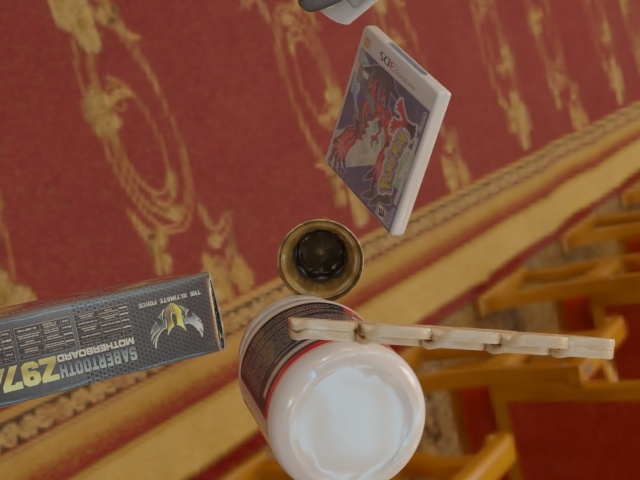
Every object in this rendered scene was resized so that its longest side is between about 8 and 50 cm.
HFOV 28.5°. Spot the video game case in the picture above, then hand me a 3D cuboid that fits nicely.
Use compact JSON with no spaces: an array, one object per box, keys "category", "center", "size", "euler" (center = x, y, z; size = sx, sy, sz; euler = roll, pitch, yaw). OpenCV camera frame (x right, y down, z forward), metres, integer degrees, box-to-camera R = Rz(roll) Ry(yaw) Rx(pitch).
[{"category":"video game case","center":[0.079,-0.138,1.571],"size":[0.023,0.183,0.201],"euler":[-4,126,-31]}]

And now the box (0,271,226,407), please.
[{"category":"box","center":[-0.205,0.074,0.843],"size":[0.233,0.183,0.059],"euler":[-13,91,-29]}]

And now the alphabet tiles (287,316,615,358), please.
[{"category":"alphabet tiles","center":[0.112,0.088,1.139],"size":[0.278,0.284,0.021],"euler":[136,-42,-86]}]

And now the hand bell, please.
[{"category":"hand bell","center":[0.000,0.000,1.932],"size":[0.242,0.126,0.126],"euler":[-90,163,-75]}]

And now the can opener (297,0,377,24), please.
[{"category":"can opener","center":[0.099,-0.335,1.379],"size":[0.074,0.280,0.093],"euler":[46,19,-19]}]

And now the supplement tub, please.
[{"category":"supplement tub","center":[0.004,0.182,1.569],"size":[0.272,0.191,0.191],"euler":[-138,-153,-71]}]
